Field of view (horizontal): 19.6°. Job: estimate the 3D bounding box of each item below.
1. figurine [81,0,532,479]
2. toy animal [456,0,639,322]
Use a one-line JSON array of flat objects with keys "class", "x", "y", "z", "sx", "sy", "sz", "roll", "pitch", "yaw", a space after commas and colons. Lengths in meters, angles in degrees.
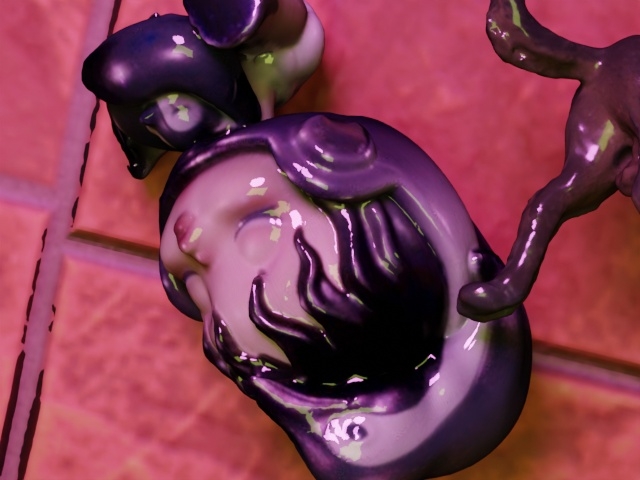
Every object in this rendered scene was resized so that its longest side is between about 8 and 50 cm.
[{"class": "figurine", "x": 0.000, "y": 0.000, "z": 0.769, "sx": 0.145, "sy": 0.145, "sz": 0.222, "roll": -29, "pitch": 81, "yaw": 10}, {"class": "toy animal", "x": 0.156, "y": -0.017, "z": 0.733, "sx": 0.233, "sy": 0.084, "sz": 0.148, "roll": 22, "pitch": 58, "yaw": -13}]
